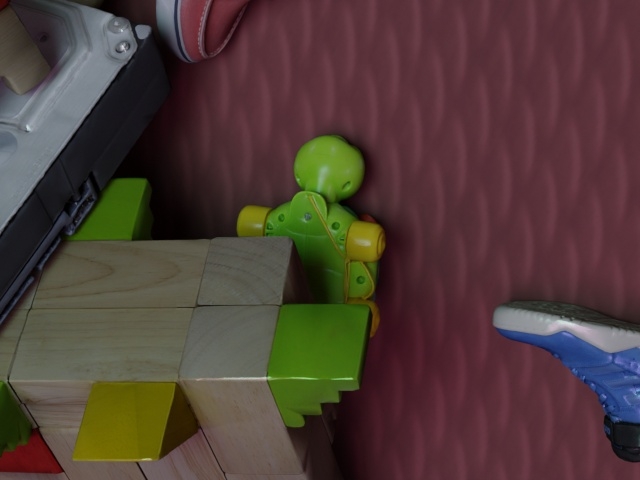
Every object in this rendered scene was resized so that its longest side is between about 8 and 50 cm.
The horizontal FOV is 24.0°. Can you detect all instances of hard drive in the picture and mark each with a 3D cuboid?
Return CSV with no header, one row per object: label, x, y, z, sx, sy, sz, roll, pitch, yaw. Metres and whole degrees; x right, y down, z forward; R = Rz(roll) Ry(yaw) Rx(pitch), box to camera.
hard drive,-0.290,-0.071,0.892,0.339,0.237,0.064,20,150,22

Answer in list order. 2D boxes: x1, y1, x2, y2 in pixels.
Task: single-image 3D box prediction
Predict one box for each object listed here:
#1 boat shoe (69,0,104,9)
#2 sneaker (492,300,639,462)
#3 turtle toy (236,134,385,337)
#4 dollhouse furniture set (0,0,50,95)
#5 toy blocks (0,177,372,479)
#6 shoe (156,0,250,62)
boat shoe,-0.267,-0.253,0.915,0.341,0.121,0.110,30,110,6
sneaker,0.173,0.089,0.910,0.152,0.058,0.084,12,99,6
turtle toy,0.000,0.000,0.933,0.095,0.066,0.130,9,106,17
dollhouse furniture set,-0.358,-0.160,0.831,0.374,0.201,0.152,34,156,31
toy blocks,-0.134,0.119,0.925,0.381,0.191,0.261,-1,141,14
shoe,-0.039,-0.162,0.875,0.081,0.063,0.178,35,134,18
